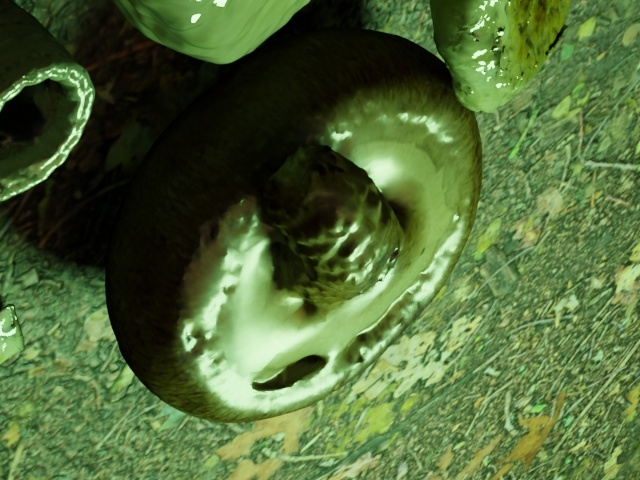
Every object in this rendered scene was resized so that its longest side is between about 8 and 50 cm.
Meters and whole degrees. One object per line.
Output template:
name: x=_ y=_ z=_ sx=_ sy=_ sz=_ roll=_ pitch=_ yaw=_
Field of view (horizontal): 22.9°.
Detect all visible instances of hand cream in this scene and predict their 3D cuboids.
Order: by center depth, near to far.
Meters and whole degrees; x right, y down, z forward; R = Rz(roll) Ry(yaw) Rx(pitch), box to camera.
hand cream: x=-0.293 y=0.108 z=1.242 sx=0.143 sy=0.039 sz=0.061 roll=-36 pitch=144 yaw=-24

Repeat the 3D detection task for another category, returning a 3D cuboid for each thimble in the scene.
thimble: x=-0.218 y=-0.095 z=1.054 sx=0.115 sy=0.090 sz=0.102 roll=-41 pitch=151 yaw=-11

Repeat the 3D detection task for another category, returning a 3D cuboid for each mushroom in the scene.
mushroom: x=-0.014 y=-0.014 z=1.282 sx=0.345 sy=0.239 sz=0.345 roll=-16 pitch=151 yaw=-9

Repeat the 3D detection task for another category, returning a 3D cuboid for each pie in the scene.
pie: x=0.160 y=-0.262 z=1.198 sx=0.339 sy=0.077 sz=0.339 roll=10 pitch=90 yaw=-69

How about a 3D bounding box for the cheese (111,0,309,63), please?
cheese: x=-0.018 y=-0.255 z=0.974 sx=0.326 sy=0.115 sz=0.318 roll=-44 pitch=170 yaw=-49
